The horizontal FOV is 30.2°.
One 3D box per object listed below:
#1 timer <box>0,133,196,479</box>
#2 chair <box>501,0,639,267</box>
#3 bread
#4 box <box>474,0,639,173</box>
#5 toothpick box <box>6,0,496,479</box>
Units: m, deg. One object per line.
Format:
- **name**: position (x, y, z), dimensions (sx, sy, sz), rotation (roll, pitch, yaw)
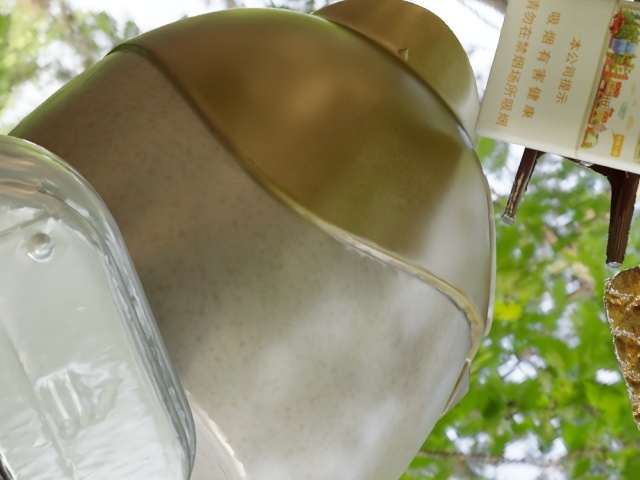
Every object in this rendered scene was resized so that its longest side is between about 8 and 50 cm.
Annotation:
- **timer**: position (-0.191, 0.089, 0.594), dimensions (0.237, 0.262, 0.087), rotation (-25, -150, -14)
- **chair**: position (0.362, -0.165, 1.464), dimensions (0.183, 0.175, 0.327), rotation (125, -13, -60)
- **bread**: position (0.614, 0.153, 1.867), dimensions (0.207, 0.279, 0.279), rotation (-8, 170, -20)
- **box**: position (0.228, -0.110, 0.855), dimensions (0.220, 0.032, 0.122), rotation (17, -86, 29)
- **toothpick box**: position (-0.059, 0.025, 0.954), dimensions (0.408, 0.409, 0.425), rotation (-10, -150, 40)
